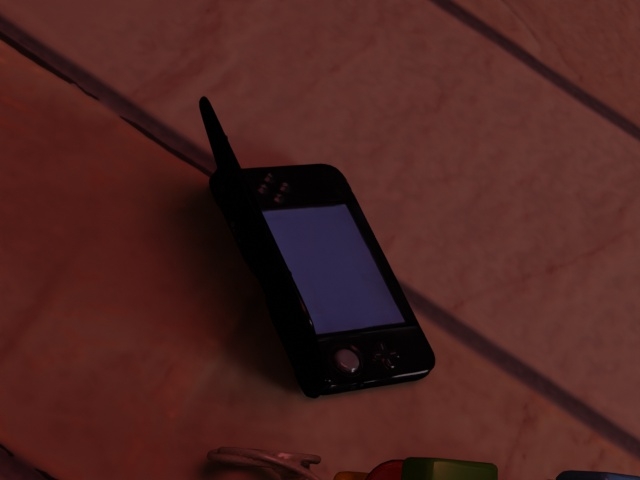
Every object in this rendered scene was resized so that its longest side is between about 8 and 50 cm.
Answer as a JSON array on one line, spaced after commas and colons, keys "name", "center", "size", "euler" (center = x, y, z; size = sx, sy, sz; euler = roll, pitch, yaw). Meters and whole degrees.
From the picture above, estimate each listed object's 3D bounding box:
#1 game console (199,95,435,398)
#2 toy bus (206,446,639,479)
[{"name": "game console", "center": [0.000, 0.000, 0.712], "size": [0.107, 0.071, 0.122], "euler": [-5, 58, -35]}, {"name": "toy bus", "center": [0.077, 0.140, 0.611], "size": [0.191, 0.202, 0.104], "euler": [11, 79, -33]}]
